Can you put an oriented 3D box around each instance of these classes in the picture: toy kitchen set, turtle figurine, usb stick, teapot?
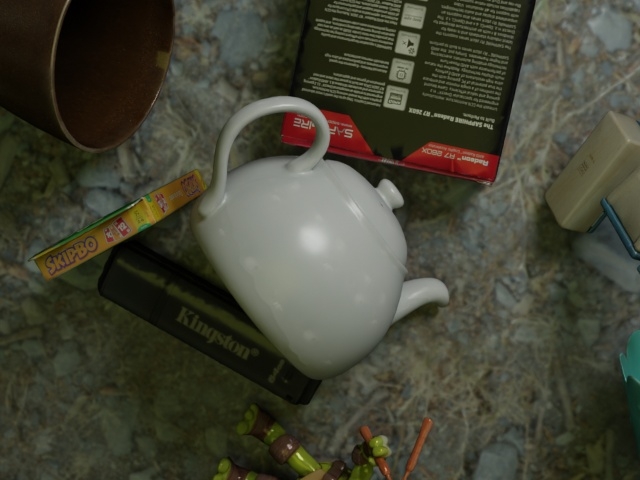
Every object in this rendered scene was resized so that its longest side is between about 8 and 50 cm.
[{"bbox_3d":[0.354,-0.004,1.108,0.166,0.207,0.122,13,129,-27],"label":"toy kitchen set"},{"bbox_3d":[0.002,0.267,1.226,0.217,0.087,0.269,28,109,11],"label":"turtle figurine"},{"bbox_3d":[-0.121,0.092,1.241,0.278,0.045,0.077,29,99,3],"label":"usb stick"},{"bbox_3d":[0.000,0.000,1.119,0.187,0.256,0.252,-38,81,4],"label":"teapot"}]

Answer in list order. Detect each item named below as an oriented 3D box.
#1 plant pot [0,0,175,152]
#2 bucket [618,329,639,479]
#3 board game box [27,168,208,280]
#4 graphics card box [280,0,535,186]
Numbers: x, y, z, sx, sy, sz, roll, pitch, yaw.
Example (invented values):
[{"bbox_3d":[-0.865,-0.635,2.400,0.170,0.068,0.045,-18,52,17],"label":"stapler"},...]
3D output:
[{"bbox_3d":[-0.308,-0.225,1.159,0.230,0.215,0.215,18,100,19],"label":"plant pot"},{"bbox_3d":[0.431,0.185,1.068,0.281,0.281,0.183,-7,105,9],"label":"bucket"},{"bbox_3d":[-0.199,-0.020,1.127,0.124,0.259,0.039,-28,93,10],"label":"board game box"},{"bbox_3d":[0.107,-0.261,1.139,0.233,0.094,0.371,12,100,7],"label":"graphics card box"}]
